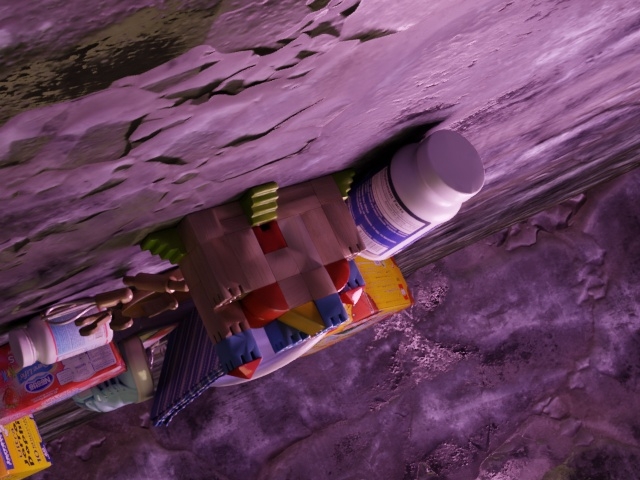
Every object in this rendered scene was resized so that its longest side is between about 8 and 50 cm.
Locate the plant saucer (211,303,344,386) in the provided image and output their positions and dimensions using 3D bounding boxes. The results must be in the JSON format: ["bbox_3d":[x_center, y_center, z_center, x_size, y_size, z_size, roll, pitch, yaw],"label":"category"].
[{"bbox_3d":[-0.143,0.151,1.945,0.401,0.100,0.400,-22,-156,11],"label":"plant saucer"}]

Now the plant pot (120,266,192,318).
[{"bbox_3d":[-0.286,0.091,1.753,0.236,0.032,0.236,-25,171,-4],"label":"plant pot"}]

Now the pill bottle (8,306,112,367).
[{"bbox_3d":[-0.450,0.162,1.548,0.160,0.087,0.087,-18,168,-34],"label":"pill bottle"}]

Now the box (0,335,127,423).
[{"bbox_3d":[-0.512,0.239,1.693,0.257,0.128,0.122,-24,170,-10],"label":"box"}]

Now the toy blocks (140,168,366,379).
[{"bbox_3d":[-0.059,0.057,1.447,0.381,0.260,0.191,-19,169,-35],"label":"toy blocks"}]

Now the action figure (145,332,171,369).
[{"bbox_3d":[-0.387,0.289,2.264,0.276,0.141,0.164,-21,169,-5],"label":"action figure"}]

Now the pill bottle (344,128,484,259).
[{"bbox_3d":[0.155,-0.080,1.579,0.153,0.153,0.265,-17,168,-41],"label":"pill bottle"}]

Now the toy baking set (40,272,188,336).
[{"bbox_3d":[-0.341,0.097,1.456,0.256,0.030,0.197,5,-157,44],"label":"toy baking set"}]

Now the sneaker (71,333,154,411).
[{"bbox_3d":[-0.453,0.306,1.902,0.150,0.135,0.366,-17,165,-27],"label":"sneaker"}]

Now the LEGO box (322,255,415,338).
[{"bbox_3d":[0.022,0.190,2.603,0.372,0.193,0.500,-28,170,17],"label":"LEGO box"}]

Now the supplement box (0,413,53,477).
[{"bbox_3d":[-0.813,0.501,2.152,0.195,0.194,0.356,-24,171,-5],"label":"supplement box"}]

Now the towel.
[{"bbox_3d":[-0.239,0.217,1.799,0.040,0.243,0.336,26,138,-23],"label":"towel"}]

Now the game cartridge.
[{"bbox_3d":[-0.416,0.204,1.989,0.196,0.060,0.294,-10,163,-44],"label":"game cartridge"}]
